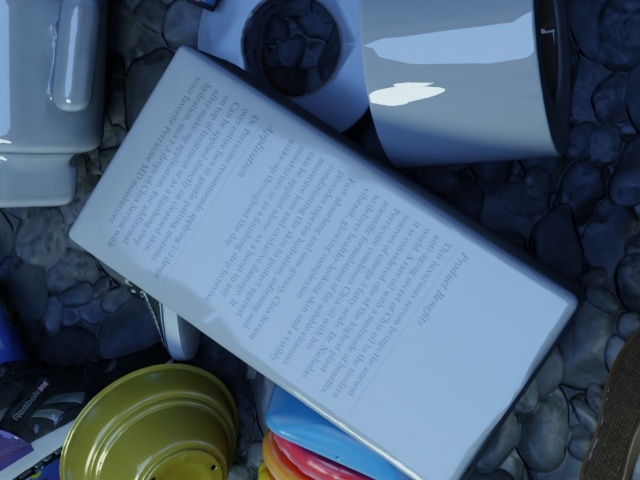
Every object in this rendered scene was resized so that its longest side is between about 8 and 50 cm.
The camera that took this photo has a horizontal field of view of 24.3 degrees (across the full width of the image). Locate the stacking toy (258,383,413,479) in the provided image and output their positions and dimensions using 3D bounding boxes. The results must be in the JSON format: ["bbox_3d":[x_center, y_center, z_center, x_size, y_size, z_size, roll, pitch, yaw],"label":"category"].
[{"bbox_3d":[-0.016,0.296,1.644,0.175,0.166,0.302,23,114,-1],"label":"stacking toy"}]

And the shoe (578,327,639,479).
[{"bbox_3d":[0.337,0.180,1.565,0.076,0.058,0.219,30,101,44],"label":"shoe"}]

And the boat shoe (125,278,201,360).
[{"bbox_3d":[-0.186,0.031,1.697,0.070,0.078,0.219,-10,84,17],"label":"boat shoe"}]

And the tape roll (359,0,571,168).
[{"bbox_3d":[0.149,-0.198,1.479,0.169,0.246,0.246,-3,95,17],"label":"tape roll"}]

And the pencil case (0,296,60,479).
[{"bbox_3d":[-0.386,0.200,1.747,0.133,0.119,0.306,-23,87,-5],"label":"pencil case"}]

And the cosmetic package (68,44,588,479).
[{"bbox_3d":[0.009,0.024,1.465,0.453,0.161,0.230,35,98,12],"label":"cosmetic package"}]

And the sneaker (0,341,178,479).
[{"bbox_3d":[-0.296,0.171,1.666,0.283,0.107,0.124,-32,86,-22],"label":"sneaker"}]

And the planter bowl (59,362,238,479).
[{"bbox_3d":[-0.169,0.251,1.633,0.090,0.217,0.217,40,110,52],"label":"planter bowl"}]

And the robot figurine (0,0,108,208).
[{"bbox_3d":[-0.339,-0.216,1.650,0.300,0.199,0.353,11,101,45],"label":"robot figurine"}]

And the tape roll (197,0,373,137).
[{"bbox_3d":[-0.022,-0.212,1.621,0.219,0.072,0.219,2,96,18],"label":"tape roll"}]

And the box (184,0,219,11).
[{"bbox_3d":[-0.123,-0.385,1.608,0.159,0.044,0.233,39,108,44],"label":"box"}]
